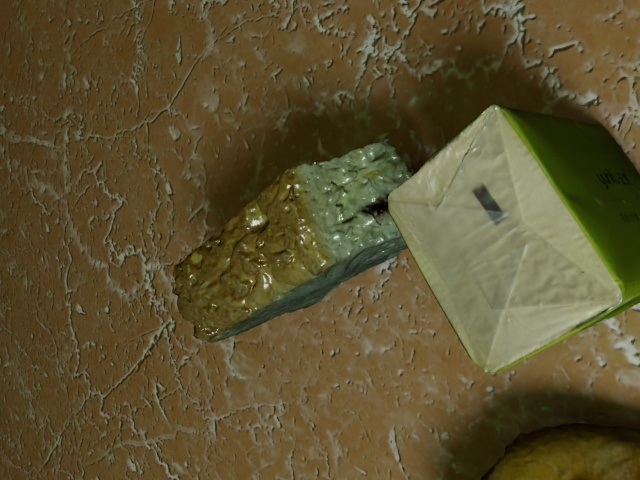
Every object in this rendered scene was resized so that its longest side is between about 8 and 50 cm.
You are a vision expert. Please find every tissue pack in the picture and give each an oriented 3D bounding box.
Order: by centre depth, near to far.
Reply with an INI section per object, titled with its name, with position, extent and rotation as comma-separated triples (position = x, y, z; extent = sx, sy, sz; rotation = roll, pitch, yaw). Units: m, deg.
[tissue pack]
position = 0.233, -0.007, 0.715
extent = 0.167, 0.274, 0.200
rotation = -40, 69, 33

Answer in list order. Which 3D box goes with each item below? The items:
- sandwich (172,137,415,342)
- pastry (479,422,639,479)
[sandwich]
position = -0.001, 0.000, 0.914
extent = 0.325, 0.262, 0.131
rotation = -35, 77, 35
[pastry]
position = 0.292, 0.361, 0.721
extent = 0.355, 0.164, 0.356
rotation = -10, 58, 16
